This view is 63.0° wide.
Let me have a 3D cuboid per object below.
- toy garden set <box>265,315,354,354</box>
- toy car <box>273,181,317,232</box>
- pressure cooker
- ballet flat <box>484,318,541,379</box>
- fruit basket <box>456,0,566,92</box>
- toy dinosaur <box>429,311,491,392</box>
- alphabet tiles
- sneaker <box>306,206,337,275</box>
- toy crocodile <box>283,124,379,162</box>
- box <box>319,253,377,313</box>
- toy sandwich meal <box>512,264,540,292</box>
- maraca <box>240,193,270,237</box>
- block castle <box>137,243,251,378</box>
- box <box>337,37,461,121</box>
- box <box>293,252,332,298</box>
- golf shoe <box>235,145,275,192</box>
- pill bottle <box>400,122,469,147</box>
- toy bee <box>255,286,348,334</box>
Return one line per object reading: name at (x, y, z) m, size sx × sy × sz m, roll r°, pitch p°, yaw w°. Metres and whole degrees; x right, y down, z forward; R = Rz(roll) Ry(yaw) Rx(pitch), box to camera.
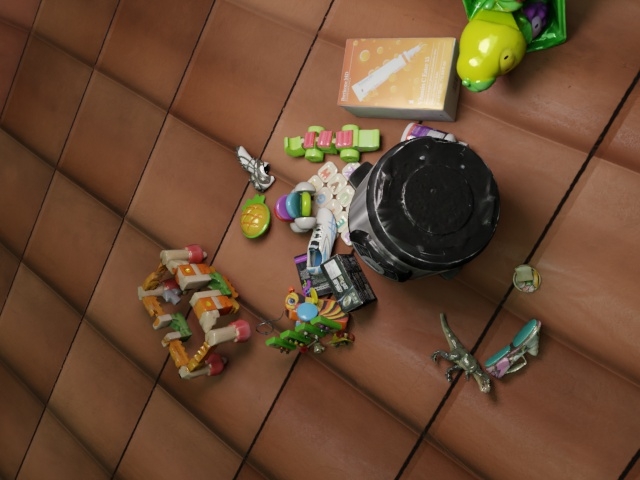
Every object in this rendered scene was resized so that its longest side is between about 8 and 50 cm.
toy garden set at (-0.025, 0.343, 1.757) m, size 0.244 × 0.204 × 0.049 m, roll -30°, pitch 50°, yaw 30°
toy car at (-0.089, -0.111, 1.774) m, size 0.136 × 0.182 × 0.159 m, roll 1°, pitch 83°, yaw -15°
pressure cooker at (0.273, -0.067, 1.505) m, size 0.375 × 0.420 × 0.370 m, roll 0°, pitch 82°, yaw -8°
ballet flat at (0.582, 0.325, 1.533) m, size 0.079 × 0.077 × 0.221 m, roll 40°, pitch 111°, yaw 2°
fruit basket at (0.510, -0.589, 1.413) m, size 0.283 × 0.392 × 0.392 m, roll -5°, pitch 87°, yaw 25°
toy dinosaur at (0.414, 0.365, 1.616) m, size 0.118 × 0.064 × 0.268 m, roll -41°, pitch 66°, yaw 19°
alphabet tiles at (0.068, -0.130, 1.809) m, size 0.278 × 0.021 × 0.284 m, roll -42°, pitch 73°, yaw 19°
sneaker at (0.000, 0.000, 1.776) m, size 0.085 × 0.086 × 0.237 m, roll 2°, pitch 81°, yaw 28°
toy crocodile at (0.037, -0.334, 1.771) m, size 0.340 × 0.105 × 0.115 m, roll 3°, pitch 80°, yaw 25°
box at (0.093, 0.139, 1.722) m, size 0.077 × 0.147 × 0.180 m, roll -32°, pitch 77°, yaw 22°
toy sandwich meal at (0.607, 0.112, 1.541) m, size 0.085 × 0.029 × 0.085 m, roll -1°, pitch 89°, yaw 26°
maraca at (-0.240, -0.090, 1.918) m, size 0.127 × 0.099 × 0.185 m, roll -24°, pitch 53°, yaw 18°
block castle at (-0.465, 0.258, 1.960) m, size 0.303 × 0.213 × 0.453 m, roll -51°, pitch 63°, yaw 29°
box at (0.253, -0.504, 1.645) m, size 0.345 × 0.168 × 0.215 m, roll 9°, pitch 93°, yaw 26°
box at (-0.021, 0.118, 1.843) m, size 0.116 × 0.029 × 0.162 m, roll -19°, pitch 80°, yaw 24°
golf shoe at (-0.238, -0.278, 1.937) m, size 0.094 × 0.077 × 0.198 m, roll -33°, pitch 82°, yaw 10°
pill bottle at (0.355, -0.290, 1.626) m, size 0.193 × 0.108 × 0.108 m, roll 24°, pitch 99°, yaw 24°
toy bee at (-0.057, 0.223, 1.775) m, size 0.195 × 0.298 × 0.162 m, roll -55°, pitch 29°, yaw 40°
